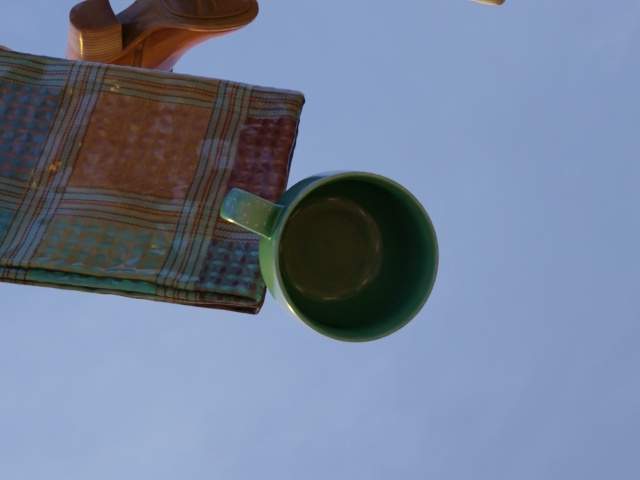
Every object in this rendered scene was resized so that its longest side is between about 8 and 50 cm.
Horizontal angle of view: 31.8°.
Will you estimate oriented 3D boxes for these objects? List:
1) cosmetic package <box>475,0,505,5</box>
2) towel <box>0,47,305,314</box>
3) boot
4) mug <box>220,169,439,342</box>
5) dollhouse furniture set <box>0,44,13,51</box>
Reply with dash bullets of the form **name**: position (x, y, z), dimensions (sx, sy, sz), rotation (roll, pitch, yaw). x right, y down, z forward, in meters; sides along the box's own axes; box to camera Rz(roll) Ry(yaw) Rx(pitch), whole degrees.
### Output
- **cosmetic package**: position (0.080, -0.287, 0.512), dimensions (0.160, 0.113, 0.310), rotation (-53, -25, -50)
- **towel**: position (-0.215, -0.068, 1.050), dimensions (0.040, 0.370, 0.272), rotation (92, -173, -54)
- **boot**: position (-0.235, -0.273, 1.667), dimensions (0.283, 0.109, 0.220), rotation (-18, -27, -17)
- **mug**: position (0.009, -0.002, 0.880), dimensions (0.129, 0.097, 0.158), rotation (-35, -79, -9)
- **dollhouse furniture set**: position (-0.444, -0.180, 1.231), dimensions (0.286, 0.303, 0.198), rotation (3, -73, -27)
